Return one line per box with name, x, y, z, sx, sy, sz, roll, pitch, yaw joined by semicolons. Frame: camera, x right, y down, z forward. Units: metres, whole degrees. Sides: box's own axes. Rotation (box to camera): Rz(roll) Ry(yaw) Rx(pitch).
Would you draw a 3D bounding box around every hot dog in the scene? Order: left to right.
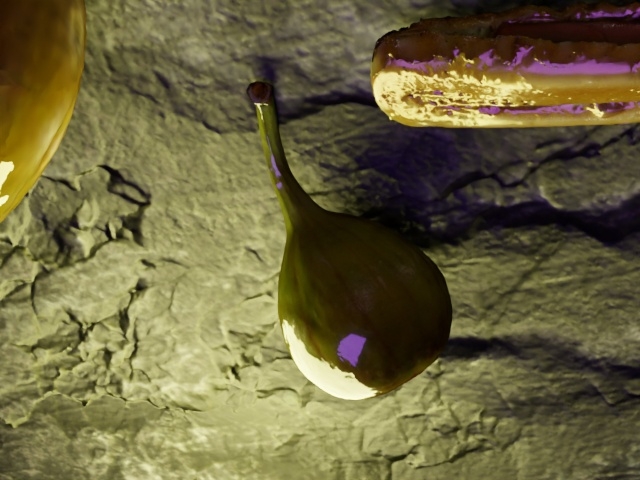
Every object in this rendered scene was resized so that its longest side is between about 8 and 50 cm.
hot dog;0.175;-0.107;0.688;0.289;0.068;0.083;0;151;11

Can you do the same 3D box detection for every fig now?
fig;0.000;0.000;0.810;0.124;0.124;0.236;-27;97;32

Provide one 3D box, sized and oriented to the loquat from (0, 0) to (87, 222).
loquat;-0.277;-0.116;0.672;0.276;0.284;0.276;12;134;12
